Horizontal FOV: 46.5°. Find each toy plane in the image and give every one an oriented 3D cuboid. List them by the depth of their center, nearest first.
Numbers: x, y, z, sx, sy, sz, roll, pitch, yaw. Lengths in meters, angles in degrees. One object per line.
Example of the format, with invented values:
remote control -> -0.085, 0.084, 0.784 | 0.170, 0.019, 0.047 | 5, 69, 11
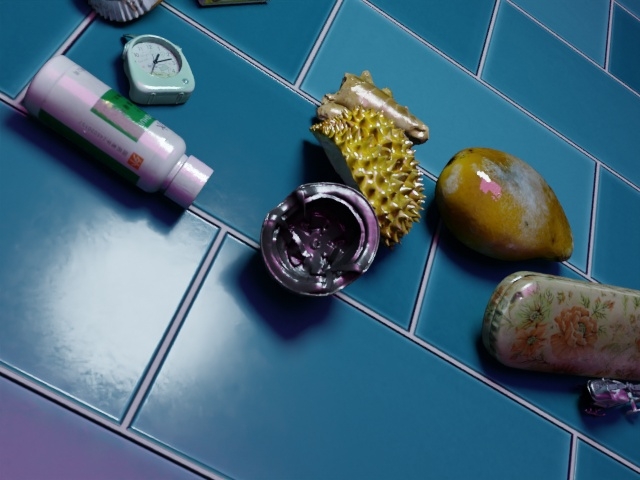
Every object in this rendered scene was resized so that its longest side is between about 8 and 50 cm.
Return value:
toy plane -> 0.500, 0.263, 1.259 | 0.197, 0.078, 0.054 | 19, 50, -39

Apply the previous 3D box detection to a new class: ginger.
ginger -> 0.092, -0.228, 1.305 | 0.205, 0.081, 0.115 | 15, 42, -16

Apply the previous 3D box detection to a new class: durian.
durian -> 0.093, -0.109, 1.172 | 0.137, 0.183, 0.250 | -20, 77, -11

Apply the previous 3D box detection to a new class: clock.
clock -> -0.256, -0.272, 1.144 | 0.101, 0.041, 0.135 | -7, 66, -34

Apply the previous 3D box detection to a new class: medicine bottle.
medicine bottle -> -0.272, -0.143, 1.022 | 0.260, 0.095, 0.095 | 37, 50, -9

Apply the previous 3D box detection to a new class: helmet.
helmet -> -0.009, 0.009, 1.075 | 0.176, 0.107, 0.153 | -34, 82, -26

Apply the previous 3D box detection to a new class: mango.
mango -> 0.334, -0.053, 1.305 | 0.316, 0.146, 0.193 | 21, 60, -27

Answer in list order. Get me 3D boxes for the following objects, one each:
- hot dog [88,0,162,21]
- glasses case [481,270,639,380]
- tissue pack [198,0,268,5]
hot dog -> -0.266, -0.459, 1.176 | 0.144, 0.075, 0.268 | 39, 78, 2
glasses case -> 0.456, 0.150, 1.254 | 0.425, 0.157, 0.098 | 10, 14, -26
tissue pack -> -0.151, -0.479, 1.294 | 0.148, 0.099, 0.106 | -19, 73, -38
